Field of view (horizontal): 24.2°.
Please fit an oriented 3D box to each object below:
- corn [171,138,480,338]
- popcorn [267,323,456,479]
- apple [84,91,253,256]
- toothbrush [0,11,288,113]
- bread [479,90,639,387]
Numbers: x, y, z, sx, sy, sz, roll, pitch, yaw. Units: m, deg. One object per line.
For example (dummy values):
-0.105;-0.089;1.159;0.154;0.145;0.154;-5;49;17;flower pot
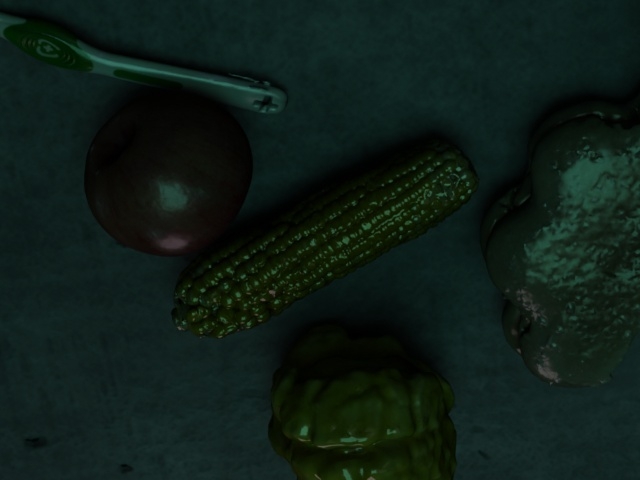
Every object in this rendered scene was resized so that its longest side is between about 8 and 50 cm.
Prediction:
0.000;0.000;1.402;0.319;0.097;0.097;-29;117;12;corn
0.032;0.190;1.462;0.203;0.226;0.200;8;102;28;popcorn
-0.139;-0.061;1.325;0.153;0.153;0.120;-36;133;17;apple
-0.230;-0.174;1.328;0.417;0.040;0.042;12;142;-13;toothbrush
0.258;-0.019;1.393;0.183;0.102;0.337;20;115;-15;bread
